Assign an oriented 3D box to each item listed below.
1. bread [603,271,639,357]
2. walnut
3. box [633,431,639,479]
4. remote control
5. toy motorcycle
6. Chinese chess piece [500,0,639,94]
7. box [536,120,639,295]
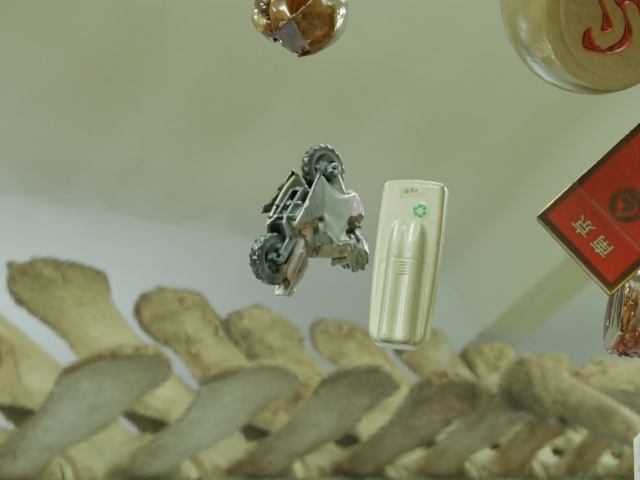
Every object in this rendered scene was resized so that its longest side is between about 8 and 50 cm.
[{"bbox_3d":[0.547,0.128,2.149,0.073,0.160,0.160,10,-38,0],"label":"bread"},{"bbox_3d":[-0.025,-0.275,1.480,0.116,0.207,0.116,1,-73,4],"label":"walnut"},{"bbox_3d":[0.596,0.300,1.912,0.097,0.168,0.265,25,-58,-3],"label":"box"},{"bbox_3d":[0.115,0.030,1.644,0.090,0.230,0.049,3,-14,16],"label":"remote control"},{"bbox_3d":[0.004,0.000,1.835,0.239,0.108,0.204,-51,-57,-15],"label":"toy motorcycle"},{"bbox_3d":[0.357,-0.320,1.568,0.273,0.102,0.273,-8,-71,-25],"label":"Chinese chess piece"},{"bbox_3d":[0.439,-0.057,1.706,0.240,0.153,0.074,-43,-8,6],"label":"box"}]
